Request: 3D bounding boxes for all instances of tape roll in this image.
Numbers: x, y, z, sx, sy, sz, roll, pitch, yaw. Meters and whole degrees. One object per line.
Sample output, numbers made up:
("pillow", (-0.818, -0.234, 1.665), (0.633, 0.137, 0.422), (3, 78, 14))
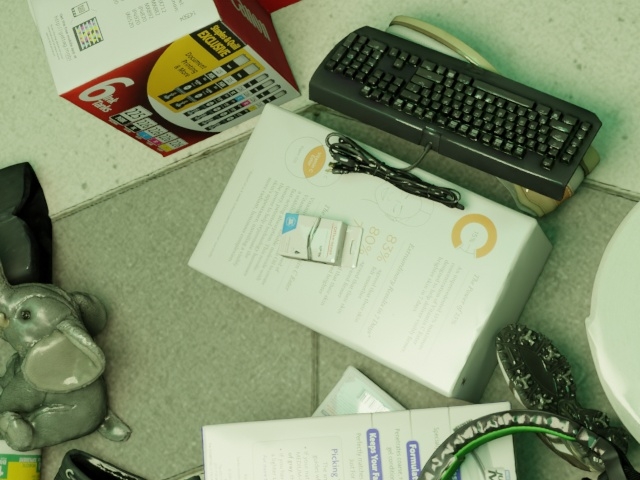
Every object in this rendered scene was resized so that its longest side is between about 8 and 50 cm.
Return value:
("tape roll", (0.489, 0.090, 1.505), (0.392, 0.072, 0.392), (-3, 80, 15))

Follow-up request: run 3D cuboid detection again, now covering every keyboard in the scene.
("keyboard", (0.129, -0.124, 1.515), (0.317, 0.033, 0.201), (23, 64, 18))

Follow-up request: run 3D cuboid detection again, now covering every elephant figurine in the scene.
("elephant figurine", (-0.324, 0.125, 1.649), (0.169, 0.186, 0.239), (36, 122, 32))

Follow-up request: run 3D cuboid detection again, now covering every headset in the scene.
("headset", (0.273, 0.338, 1.373), (0.394, 0.185, 0.243), (36, 93, 25))

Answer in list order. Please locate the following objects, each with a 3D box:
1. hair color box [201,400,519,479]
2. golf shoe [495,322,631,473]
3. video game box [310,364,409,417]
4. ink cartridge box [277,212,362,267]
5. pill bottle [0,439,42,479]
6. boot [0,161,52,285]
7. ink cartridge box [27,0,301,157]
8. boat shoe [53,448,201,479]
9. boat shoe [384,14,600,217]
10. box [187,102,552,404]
("hair color box", (0.047, 0.284, 1.504), (0.338, 0.110, 0.185), (-5, 77, 4))
("golf shoe", (0.250, 0.183, 1.527), (0.077, 0.094, 0.198), (-37, 90, -26))
("video game box", (0.059, 0.282, 1.607), (0.205, 0.048, 0.187), (38, 89, 18))
("ink cartridge box", (0.000, 0.000, 1.505), (0.083, 0.028, 0.048), (8, 83, 17))
("pill bottle", (-0.409, 0.350, 1.694), (0.117, 0.117, 0.208), (1, 80, 16))
("boot", (-0.576, -0.019, 1.787), (0.445, 0.146, 0.367), (-19, 65, 9))
("ink cartridge box", (-0.144, -0.238, 1.616), (0.271, 0.309, 0.130), (-24, 75, 11))
("boat shoe", (-0.175, 0.327, 1.627), (0.340, 0.127, 0.113), (14, 96, 27))
("boat shoe", (0.177, -0.148, 1.613), (0.302, 0.113, 0.103), (39, 87, 17))
("box", (0.061, 0.017, 1.589), (0.345, 0.168, 0.215), (26, 88, 19))
